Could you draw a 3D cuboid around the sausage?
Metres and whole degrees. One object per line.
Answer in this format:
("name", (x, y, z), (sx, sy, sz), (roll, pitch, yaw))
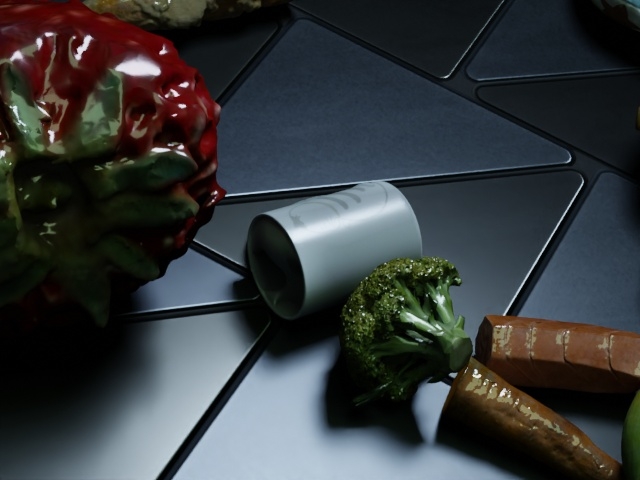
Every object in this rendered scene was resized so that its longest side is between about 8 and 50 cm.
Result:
("sausage", (0.227, 0.104, 1.699), (0.169, 0.065, 0.065), (6, 48, -12))

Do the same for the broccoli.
("broccoli", (0.075, 0.078, 1.642), (0.120, 0.130, 0.131), (20, 22, 34))

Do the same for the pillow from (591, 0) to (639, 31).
("pillow", (0.395, -0.279, 2.069), (0.233, 0.086, 0.214), (15, 31, 4))

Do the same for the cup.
("cup", (0.003, -0.005, 1.708), (0.133, 0.099, 0.136), (-17, 57, -28))

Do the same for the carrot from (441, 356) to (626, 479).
("carrot", (0.210, 0.182, 1.640), (0.224, 0.057, 0.057), (31, 48, 5))

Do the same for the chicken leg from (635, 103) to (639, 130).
("chicken leg", (0.488, -0.205, 1.893), (0.295, 0.409, 0.182), (16, 6, -32))

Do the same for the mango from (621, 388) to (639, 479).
("mango", (0.325, 0.195, 1.559), (0.156, 0.114, 0.251), (-8, 46, 19))

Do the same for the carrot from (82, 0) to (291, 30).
("carrot", (-0.138, -0.257, 1.912), (0.263, 0.102, 0.102), (-20, 57, -23))

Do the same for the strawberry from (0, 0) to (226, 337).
("strawberry", (-0.261, -0.094, 1.611), (0.317, 0.295, 0.345), (-36, 40, 1))
